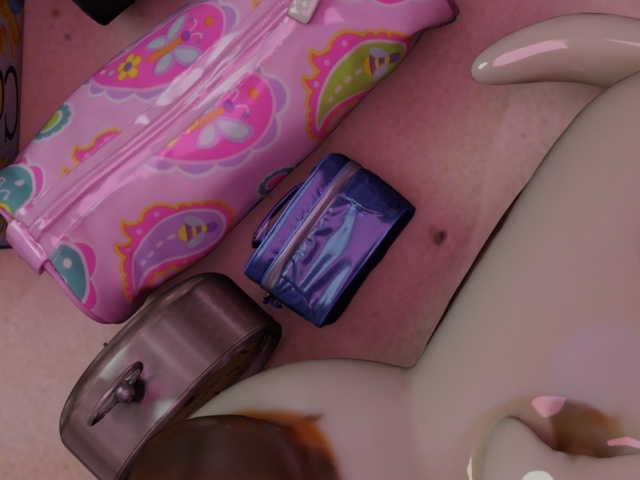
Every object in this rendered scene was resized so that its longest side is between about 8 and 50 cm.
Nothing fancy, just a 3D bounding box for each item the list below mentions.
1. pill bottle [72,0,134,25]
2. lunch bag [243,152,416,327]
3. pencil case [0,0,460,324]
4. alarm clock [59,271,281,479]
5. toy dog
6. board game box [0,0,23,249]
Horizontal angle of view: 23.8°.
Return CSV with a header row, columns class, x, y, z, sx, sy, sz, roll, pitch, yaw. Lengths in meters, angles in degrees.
class,x,y,z,sx,sy,sz,roll,pitch,yaw
pill bottle,-0.072,-0.227,0.847,0.219,0.123,0.123,-42,84,5
lunch bag,0.000,0.000,0.865,0.065,0.067,0.098,37,95,8
pencil case,-0.053,-0.083,0.847,0.284,0.124,0.124,-41,84,7
alarm clock,-0.088,0.075,0.816,0.064,0.192,0.129,43,95,7
toy dog,0.105,0.095,0.711,0.408,0.284,0.395,-30,77,-6
board game box,-0.257,-0.134,0.865,0.144,0.142,0.275,3,90,7
